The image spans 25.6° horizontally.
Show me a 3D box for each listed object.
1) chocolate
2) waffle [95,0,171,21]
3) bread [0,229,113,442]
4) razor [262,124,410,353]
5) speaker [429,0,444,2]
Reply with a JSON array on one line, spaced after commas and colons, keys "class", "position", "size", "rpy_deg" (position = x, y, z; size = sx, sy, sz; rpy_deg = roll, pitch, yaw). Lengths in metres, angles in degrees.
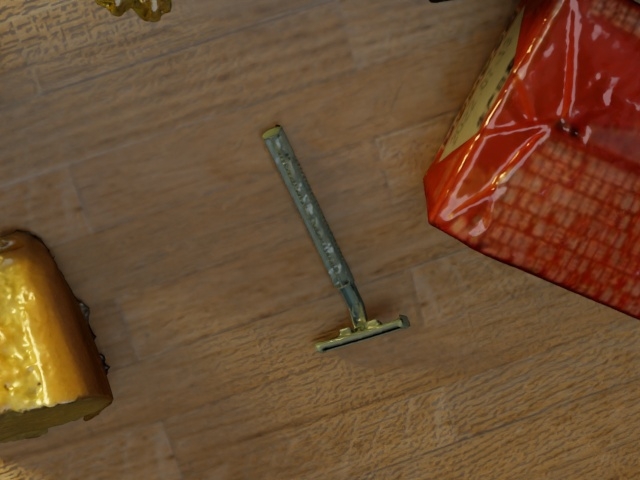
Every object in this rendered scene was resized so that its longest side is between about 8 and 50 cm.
[{"class": "chocolate", "position": [0.230, -0.081, 1.175], "size": [0.237, 0.108, 0.235], "rpy_deg": [23, 105, -19]}, {"class": "waffle", "position": [-0.129, -0.266, 1.050], "size": [0.149, 0.051, 0.194], "rpy_deg": [40, 93, -23]}, {"class": "bread", "position": [-0.253, 0.097, 1.165], "size": [0.140, 0.169, 0.160], "rpy_deg": [-17, 154, -5]}, {"class": "razor", "position": [0.001, -0.004, 1.196], "size": [0.084, 0.036, 0.211], "rpy_deg": [-18, 110, 16]}, {"class": "speaker", "position": [0.176, -0.288, 1.020], "size": [0.231, 0.192, 0.153], "rpy_deg": [-17, 88, -6]}]
